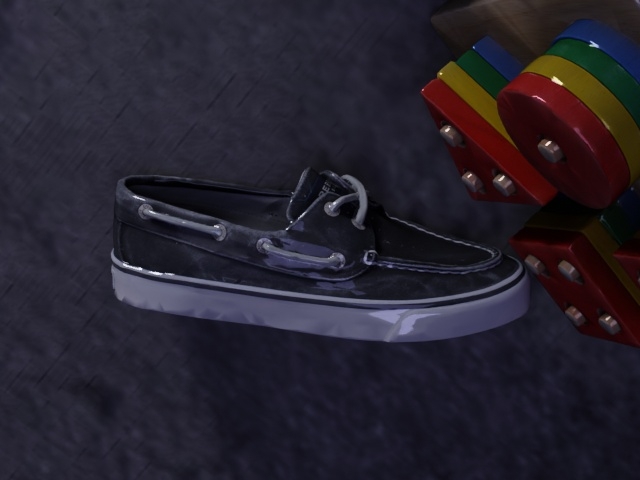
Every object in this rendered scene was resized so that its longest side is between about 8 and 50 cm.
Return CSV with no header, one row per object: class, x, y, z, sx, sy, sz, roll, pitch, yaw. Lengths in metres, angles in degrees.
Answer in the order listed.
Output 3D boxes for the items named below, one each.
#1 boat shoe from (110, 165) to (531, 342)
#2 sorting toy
boat shoe,0.000,0.000,0.939,0.301,0.108,0.102,6,112,9
sorting toy,0.173,-0.037,0.823,0.089,0.257,0.255,-42,104,-10
